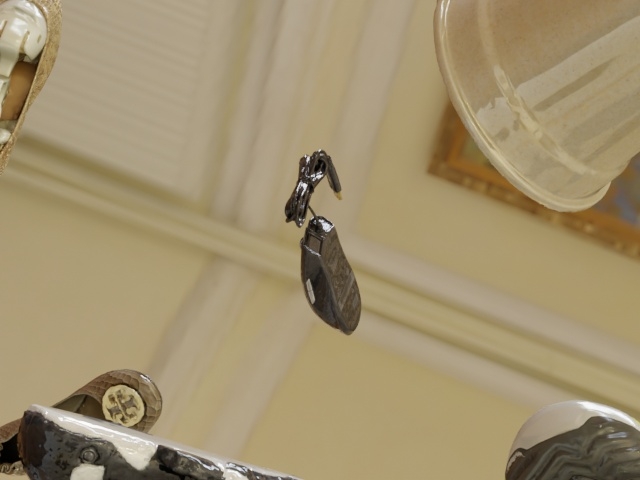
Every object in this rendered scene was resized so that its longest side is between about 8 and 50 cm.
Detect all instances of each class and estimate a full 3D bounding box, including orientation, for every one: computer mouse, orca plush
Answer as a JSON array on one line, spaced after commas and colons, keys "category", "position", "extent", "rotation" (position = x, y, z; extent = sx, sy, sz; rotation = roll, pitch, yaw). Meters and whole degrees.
[{"category": "computer mouse", "position": [0.000, 0.000, 2.628], "extent": [0.184, 0.060, 0.262], "rotation": [-72, 147, -47]}, {"category": "orca plush", "position": [-0.119, 0.203, 1.374], "extent": [0.287, 0.151, 0.102], "rotation": [24, 82, -57]}]

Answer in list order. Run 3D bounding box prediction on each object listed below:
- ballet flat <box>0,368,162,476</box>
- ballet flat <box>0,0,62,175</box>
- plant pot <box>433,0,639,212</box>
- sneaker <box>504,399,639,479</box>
[{"category": "ballet flat", "position": [-0.271, 0.202, 1.946], "extent": [0.058, 0.250, 0.084], "rotation": [-24, 93, -57]}, {"category": "ballet flat", "position": [-0.264, -0.139, 1.527], "extent": [0.067, 0.073, 0.206], "rotation": [143, -38, -76]}, {"category": "plant pot", "position": [0.358, -0.246, 2.190], "extent": [0.305, 0.334, 0.334], "rotation": [-30, -161, 38]}, {"category": "sneaker", "position": [0.224, 0.200, 1.279], "extent": [0.385, 0.145, 0.147], "rotation": [47, 26, -47]}]
